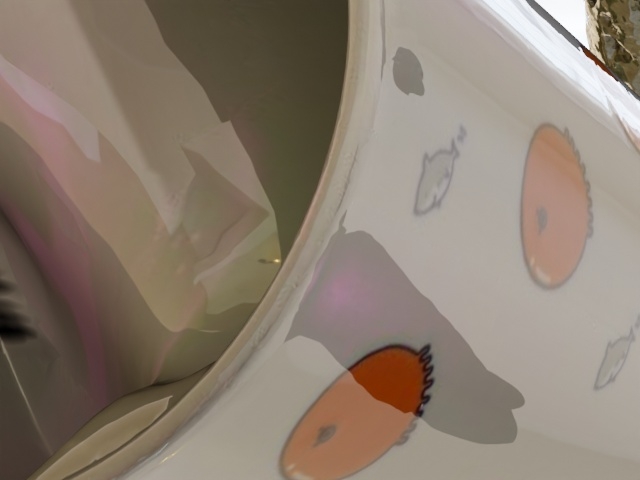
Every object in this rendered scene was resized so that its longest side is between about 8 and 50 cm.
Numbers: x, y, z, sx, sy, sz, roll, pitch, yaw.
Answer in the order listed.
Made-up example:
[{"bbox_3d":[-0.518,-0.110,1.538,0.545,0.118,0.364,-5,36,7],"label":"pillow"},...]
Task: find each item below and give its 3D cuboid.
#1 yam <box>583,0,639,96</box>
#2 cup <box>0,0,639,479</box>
[{"bbox_3d":[0.171,-0.107,0.962,0.179,0.078,0.078,74,24,-50],"label":"yam"},{"bbox_3d":[0.005,0.009,0.588,0.317,0.212,0.212,27,64,-53],"label":"cup"}]
